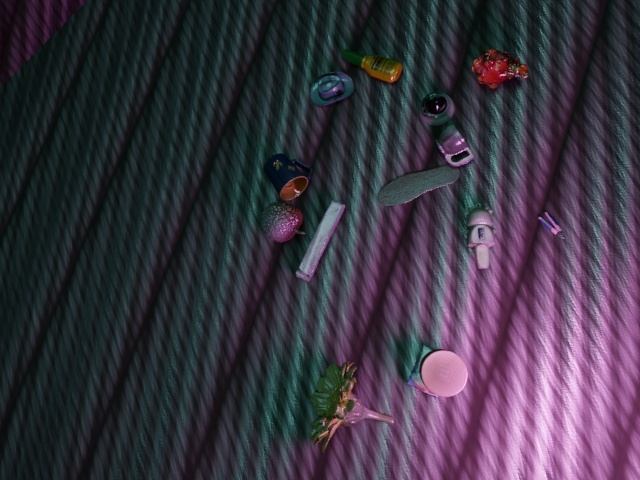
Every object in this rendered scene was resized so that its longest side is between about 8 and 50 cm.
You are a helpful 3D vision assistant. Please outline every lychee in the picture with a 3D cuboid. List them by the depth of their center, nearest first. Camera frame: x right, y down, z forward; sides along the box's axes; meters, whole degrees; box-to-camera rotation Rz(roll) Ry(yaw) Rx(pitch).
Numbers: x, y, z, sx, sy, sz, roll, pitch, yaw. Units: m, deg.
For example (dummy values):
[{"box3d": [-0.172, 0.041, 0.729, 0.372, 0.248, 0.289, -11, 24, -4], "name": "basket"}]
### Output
[{"box3d": [-0.144, -0.067, 1.961, 0.197, 0.165, 0.165, 39, 89, 14], "name": "lychee"}]

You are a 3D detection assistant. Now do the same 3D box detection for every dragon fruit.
[{"box3d": [0.683, -0.651, 1.901, 0.208, 0.133, 0.150, 19, 79, 21], "name": "dragon fruit"}]

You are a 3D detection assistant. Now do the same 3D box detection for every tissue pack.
[{"box3d": [0.385, 0.454, 1.754, 0.116, 0.065, 0.155, 23, 83, 17], "name": "tissue pack"}]

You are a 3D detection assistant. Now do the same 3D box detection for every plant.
[{"box3d": [0.083, 0.565, 1.770, 0.261, 0.297, 0.305, 56, 139, 41], "name": "plant"}]

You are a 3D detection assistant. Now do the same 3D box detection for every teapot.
[{"box3d": [0.504, -0.361, 1.910, 0.108, 0.149, 0.111, -35, 27, 20], "name": "teapot"}]

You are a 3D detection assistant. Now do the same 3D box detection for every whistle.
[{"box3d": [0.575, -0.018, 1.803, 0.110, 0.092, 0.244, -4, 75, 12], "name": "whistle"}]

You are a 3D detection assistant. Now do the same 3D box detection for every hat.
[{"box3d": [0.041, -0.640, 2.090, 0.191, 0.078, 0.138, -15, 72, 10], "name": "hat"}]

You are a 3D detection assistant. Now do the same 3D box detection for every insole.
[{"box3d": [0.378, -0.218, 1.944, 0.328, 0.007, 0.111, -18, 74, 9], "name": "insole"}]

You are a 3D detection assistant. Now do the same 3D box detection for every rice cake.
[{"box3d": [0.000, 0.000, 1.960, 0.066, 0.063, 0.336, 26, 84, 14], "name": "rice cake"}]

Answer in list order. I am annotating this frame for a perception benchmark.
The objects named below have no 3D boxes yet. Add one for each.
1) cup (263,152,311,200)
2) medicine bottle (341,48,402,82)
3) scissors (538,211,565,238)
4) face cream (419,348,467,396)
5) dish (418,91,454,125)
[{"box3d": [-0.129, -0.270, 2.034, 0.177, 0.131, 0.155, -27, 65, -24], "name": "cup"}, {"box3d": [0.207, -0.730, 2.078, 0.261, 0.064, 0.095, 26, 85, 19], "name": "medicine bottle"}, {"box3d": [0.828, -0.051, 1.787, 0.039, 0.012, 0.113, -39, 71, 3], "name": "scissors"}, {"box3d": [0.405, 0.437, 1.666, 0.149, 0.104, 0.149, -1, 80, 7], "name": "face cream"}, {"box3d": [0.451, -0.529, 1.961, 0.141, 0.078, 0.141, -3, 76, 14], "name": "dish"}]
